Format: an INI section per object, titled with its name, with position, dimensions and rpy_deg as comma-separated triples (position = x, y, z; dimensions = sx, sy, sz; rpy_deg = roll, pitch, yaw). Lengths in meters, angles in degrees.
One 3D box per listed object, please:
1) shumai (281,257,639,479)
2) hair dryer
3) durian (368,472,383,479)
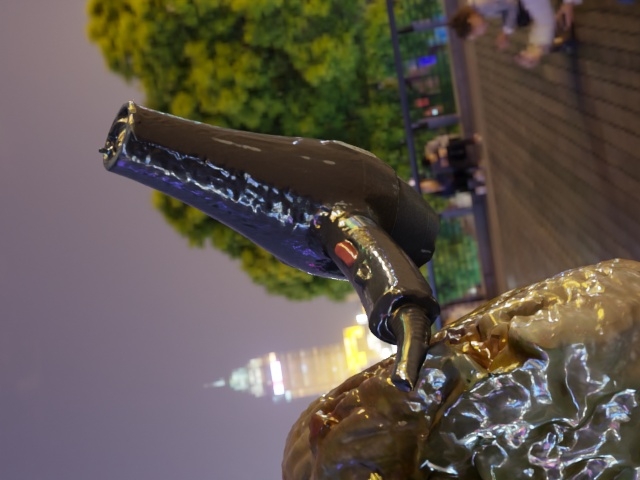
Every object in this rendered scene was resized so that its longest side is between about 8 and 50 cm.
[shumai]
position = 0.141, 0.190, 0.754
dimensions = 0.217, 0.346, 0.283
rpy_deg = -21, -97, -61
[hair dryer]
position = 0.000, 0.000, 0.620
dimensions = 0.091, 0.235, 0.271
rpy_deg = -65, 26, 12
[durian]
position = 0.063, 0.245, 0.619
dimensions = 0.208, 0.102, 0.146
rpy_deg = 55, 173, 26
